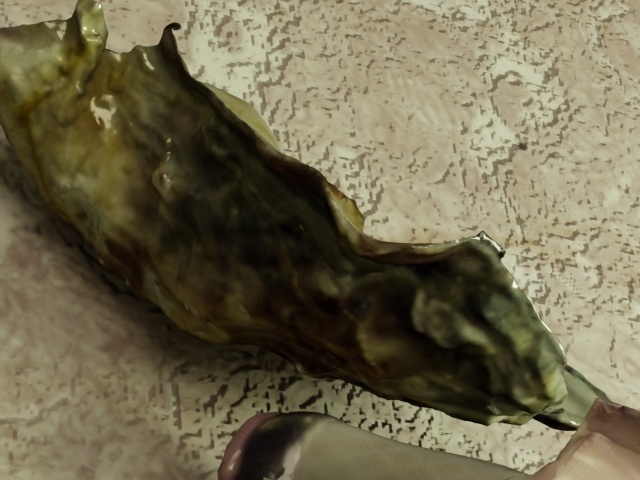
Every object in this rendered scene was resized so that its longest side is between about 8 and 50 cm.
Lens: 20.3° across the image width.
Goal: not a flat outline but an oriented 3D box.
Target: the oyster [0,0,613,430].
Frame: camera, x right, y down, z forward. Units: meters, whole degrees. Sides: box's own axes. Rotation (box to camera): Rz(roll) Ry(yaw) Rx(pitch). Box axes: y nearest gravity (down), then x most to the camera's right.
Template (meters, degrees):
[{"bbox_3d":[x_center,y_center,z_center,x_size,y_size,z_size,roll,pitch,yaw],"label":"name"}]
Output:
[{"bbox_3d":[-0.005,0.010,0.789,0.275,0.271,0.100,46,67,-37],"label":"oyster"}]

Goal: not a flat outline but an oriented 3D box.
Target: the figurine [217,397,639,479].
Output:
[{"bbox_3d":[-0.008,0.179,0.607,0.253,0.211,0.361,45,37,17],"label":"figurine"}]
